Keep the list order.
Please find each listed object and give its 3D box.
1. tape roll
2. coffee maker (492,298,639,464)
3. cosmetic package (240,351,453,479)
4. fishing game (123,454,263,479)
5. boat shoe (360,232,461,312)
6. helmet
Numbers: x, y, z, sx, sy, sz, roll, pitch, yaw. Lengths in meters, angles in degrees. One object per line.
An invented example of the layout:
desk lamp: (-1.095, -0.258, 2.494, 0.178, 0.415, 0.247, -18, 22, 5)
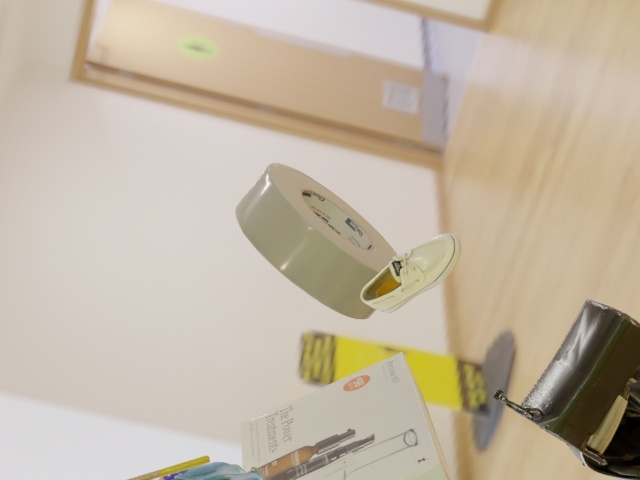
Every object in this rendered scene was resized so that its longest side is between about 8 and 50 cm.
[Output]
tape roll: (0.000, 0.000, 1.724, 0.072, 0.219, 0.219, -51, 11, 14)
coffee maker: (0.338, 0.170, 1.755, 0.120, 0.171, 0.178, 28, 85, 43)
cosmetic package: (0.032, 0.323, 2.001, 0.377, 0.284, 0.097, -106, -7, -71)
fishing game: (-0.140, 0.259, 1.335, 0.264, 0.189, 0.041, 88, 167, -69)
boat shoe: (0.073, 0.025, 1.157, 0.100, 0.035, 0.035, -37, 53, 31)
helmet: (0.413, 0.242, 1.887, 0.169, 0.161, 0.169, -32, -54, -57)
